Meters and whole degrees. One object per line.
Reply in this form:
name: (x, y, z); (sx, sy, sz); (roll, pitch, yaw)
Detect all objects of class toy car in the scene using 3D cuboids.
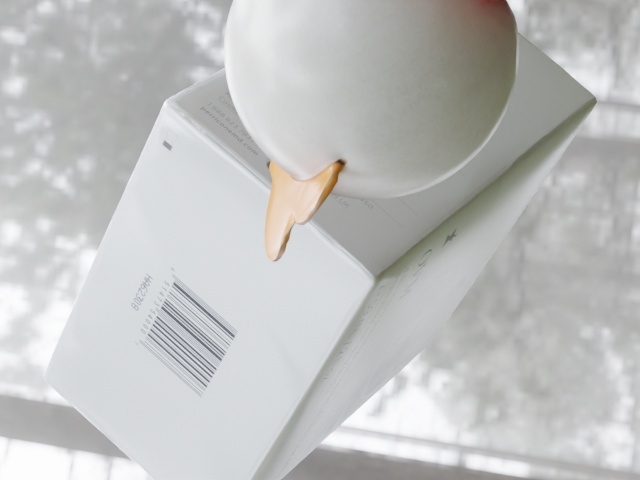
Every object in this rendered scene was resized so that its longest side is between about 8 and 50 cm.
toy car: (0.032, -0.103, 0.686); (0.238, 0.219, 0.210); (-56, 18, 9)

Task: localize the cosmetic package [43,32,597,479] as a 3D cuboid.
cosmetic package: (0.000, 0.000, 0.941); (0.225, 0.138, 0.224); (-39, -15, -45)
